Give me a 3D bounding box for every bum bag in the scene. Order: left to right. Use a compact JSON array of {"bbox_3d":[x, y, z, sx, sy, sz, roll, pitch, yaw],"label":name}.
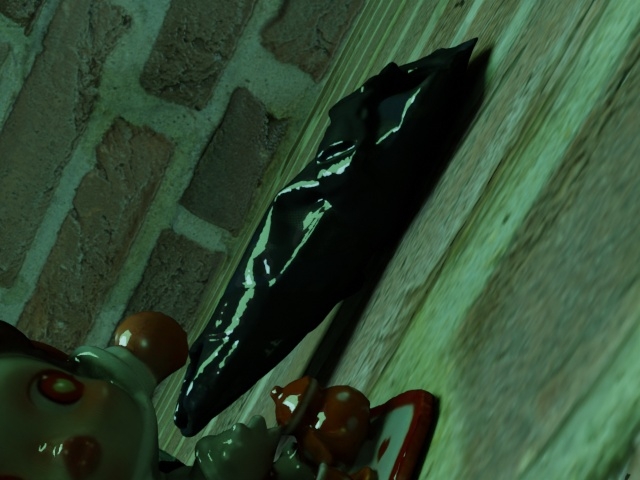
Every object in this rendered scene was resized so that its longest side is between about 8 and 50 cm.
[{"bbox_3d":[0.000,0.000,0.708,0.310,0.074,0.137,-57,-5,7],"label":"bum bag"}]

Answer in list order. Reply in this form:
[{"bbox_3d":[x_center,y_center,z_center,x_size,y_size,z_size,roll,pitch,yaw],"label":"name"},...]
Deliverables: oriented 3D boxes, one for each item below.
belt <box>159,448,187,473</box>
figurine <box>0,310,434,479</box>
[{"bbox_3d":[-0.162,0.197,0.871,0.078,0.151,0.198,-63,-4,2],"label":"belt"},{"bbox_3d":[-0.106,0.102,0.461,0.183,0.226,0.160,-65,5,-19],"label":"figurine"}]
